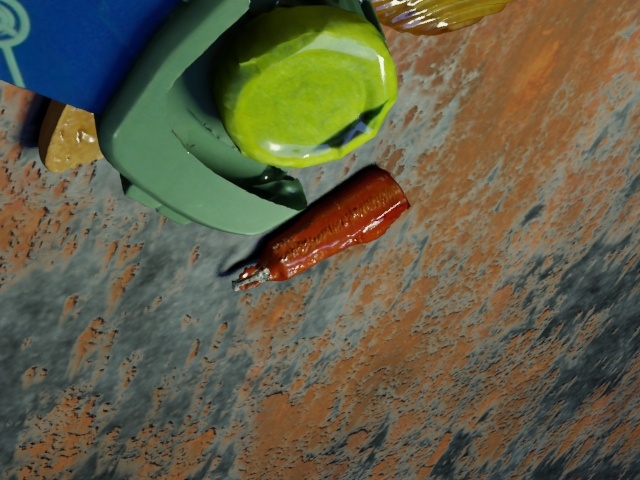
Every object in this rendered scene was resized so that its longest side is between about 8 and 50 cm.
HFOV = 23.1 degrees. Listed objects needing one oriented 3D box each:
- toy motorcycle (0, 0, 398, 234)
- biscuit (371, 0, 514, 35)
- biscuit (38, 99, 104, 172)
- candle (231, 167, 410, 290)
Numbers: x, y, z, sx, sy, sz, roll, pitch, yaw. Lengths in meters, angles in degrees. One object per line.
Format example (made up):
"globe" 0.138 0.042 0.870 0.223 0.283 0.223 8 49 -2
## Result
"toy motorcycle" -0.127 -0.143 0.816 0.326 0.191 0.200 28 122 -37
"biscuit" 0.112 -0.217 1.107 0.229 0.031 0.176 -25 148 -19
"biscuit" -0.092 -0.135 1.006 0.250 0.035 0.162 -43 142 9
"candle" 0.000 0.000 1.266 0.162 0.048 0.053 -32 119 -6
